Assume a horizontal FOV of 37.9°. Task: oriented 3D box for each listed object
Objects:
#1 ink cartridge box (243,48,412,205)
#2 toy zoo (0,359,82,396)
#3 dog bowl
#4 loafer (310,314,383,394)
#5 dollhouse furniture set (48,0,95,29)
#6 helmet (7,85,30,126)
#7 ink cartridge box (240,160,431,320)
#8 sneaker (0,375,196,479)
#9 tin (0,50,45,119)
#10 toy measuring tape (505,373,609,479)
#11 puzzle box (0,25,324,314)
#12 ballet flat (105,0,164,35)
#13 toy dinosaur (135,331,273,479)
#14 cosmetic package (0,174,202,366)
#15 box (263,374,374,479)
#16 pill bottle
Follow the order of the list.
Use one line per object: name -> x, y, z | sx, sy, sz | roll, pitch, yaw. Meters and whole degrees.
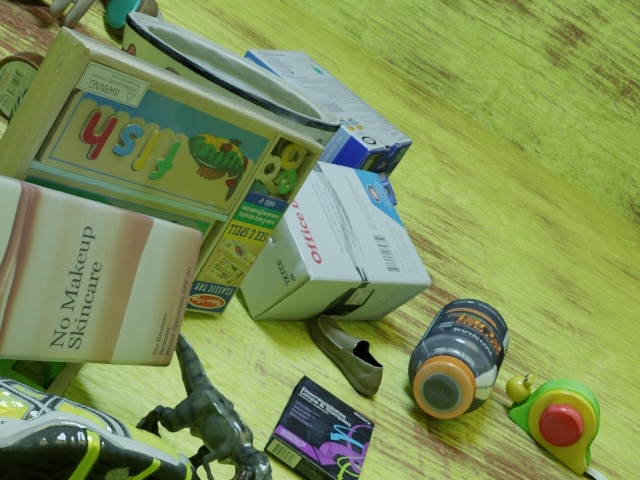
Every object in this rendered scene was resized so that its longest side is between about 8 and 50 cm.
ink cartridge box -> 0.014, -0.223, 1.930 | 0.395, 0.151, 0.270 | 39, 23, 13
toy zoo -> -0.374, 0.054, 0.971 | 0.293, 0.030, 0.192 | 34, 22, -6
dog bowl -> -0.174, -0.233, 1.609 | 0.408, 0.150, 0.408 | 26, 14, -7
loafer -> 0.043, 0.156, 1.341 | 0.148, 0.050, 0.056 | 47, 25, 26
dollhouse furniture set -> -0.564, -0.480, 1.695 | 0.212, 0.161, 0.242 | 38, 0, 6
helmet -> -0.334, -0.135, 1.238 | 0.161, 0.169, 0.169 | 43, 16, -31
ink cartridge box -> 0.000, 0.000, 1.426 | 0.307, 0.129, 0.223 | 6, 53, -51
sneaker -> -0.272, 0.156, 0.767 | 0.384, 0.145, 0.147 | 23, 24, -33
tin -> -0.393, -0.192, 1.345 | 0.189, 0.106, 0.040 | 36, 30, 4
toy measuring tape -> 0.444, 0.322, 1.504 | 0.330, 0.121, 0.121 | 39, 22, 7
puzzle box -> -0.192, -0.052, 1.071 | 0.052, 0.272, 0.409 | 41, 15, 33
ballet flat -> -0.400, -0.503, 1.989 | 0.124, 0.116, 0.342 | 42, 9, -41
toy dinosaur -> -0.128, 0.187, 0.942 | 0.064, 0.118, 0.268 | 11, 32, -46
cosmetic package -> -0.255, 0.026, 0.849 | 0.129, 0.153, 0.296 | 13, -1, 30
box -> 0.003, 0.240, 1.143 | 0.116, 0.029, 0.162 | 35, 21, -1
pill bottle -> 0.209, 0.184, 1.420 | 0.130, 0.130, 0.245 | 38, 22, 6
